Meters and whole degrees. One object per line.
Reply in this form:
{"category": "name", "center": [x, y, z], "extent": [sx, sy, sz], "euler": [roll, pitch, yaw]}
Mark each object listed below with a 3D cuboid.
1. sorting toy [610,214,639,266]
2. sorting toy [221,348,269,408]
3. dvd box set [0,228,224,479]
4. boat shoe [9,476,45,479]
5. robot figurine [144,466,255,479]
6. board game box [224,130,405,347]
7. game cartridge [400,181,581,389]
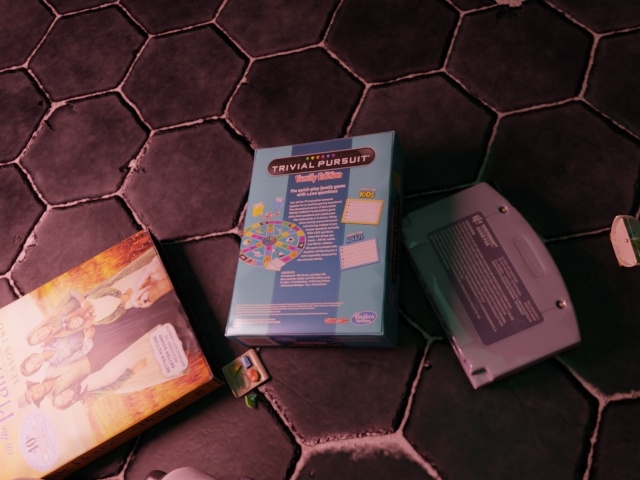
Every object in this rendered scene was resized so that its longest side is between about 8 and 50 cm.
{"category": "sorting toy", "center": [0.495, 0.005, 0.900], "extent": [0.075, 0.045, 0.083], "euler": [-5, 65, 0]}
{"category": "sorting toy", "center": [-0.113, 0.220, 0.926], "extent": [0.062, 0.012, 0.083], "euler": [-31, 64, -5]}
{"category": "dvd box set", "center": [-0.406, 0.204, 0.958], "extent": [0.420, 0.062, 0.308], "euler": [-29, 64, -4]}
{"category": "boat shoe", "center": [-0.365, 0.409, 0.833], "extent": [0.206, 0.075, 0.065], "euler": [26, 99, 0]}
{"category": "robot figurine", "center": [-0.143, 0.403, 0.747], "extent": [0.278, 0.174, 0.209], "euler": [12, 64, 30]}
{"category": "board game box", "center": [0.000, 0.000, 0.943], "extent": [0.253, 0.079, 0.336], "euler": [-3, 65, 22]}
{"category": "game cartridge", "center": [0.260, 0.058, 0.911], "extent": [0.195, 0.060, 0.294], "euler": [-24, 64, 3]}
